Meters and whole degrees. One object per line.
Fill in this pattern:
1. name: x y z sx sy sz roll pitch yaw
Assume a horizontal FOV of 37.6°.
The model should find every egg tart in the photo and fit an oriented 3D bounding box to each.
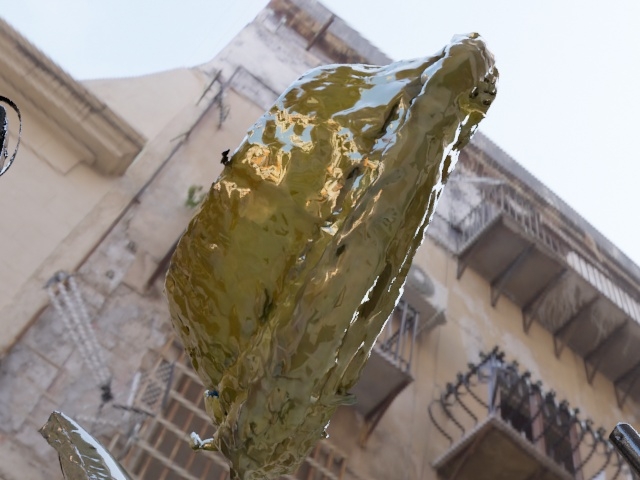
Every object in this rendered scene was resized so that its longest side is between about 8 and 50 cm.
1. egg tart: 0.000 0.000 0.726 0.169 0.388 0.388 31 -63 4

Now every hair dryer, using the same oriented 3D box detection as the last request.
1. hair dryer: 0.152 0.106 0.426 0.047 0.083 0.026 35 -76 -21

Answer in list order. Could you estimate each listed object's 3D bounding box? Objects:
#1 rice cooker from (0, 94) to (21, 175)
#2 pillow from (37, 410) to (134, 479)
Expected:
1. rice cooker: -0.365 -0.104 0.810 0.203 0.142 0.118 3 -42 -12
2. pillow: -0.157 0.234 0.768 0.053 0.119 0.208 -38 -47 -19
